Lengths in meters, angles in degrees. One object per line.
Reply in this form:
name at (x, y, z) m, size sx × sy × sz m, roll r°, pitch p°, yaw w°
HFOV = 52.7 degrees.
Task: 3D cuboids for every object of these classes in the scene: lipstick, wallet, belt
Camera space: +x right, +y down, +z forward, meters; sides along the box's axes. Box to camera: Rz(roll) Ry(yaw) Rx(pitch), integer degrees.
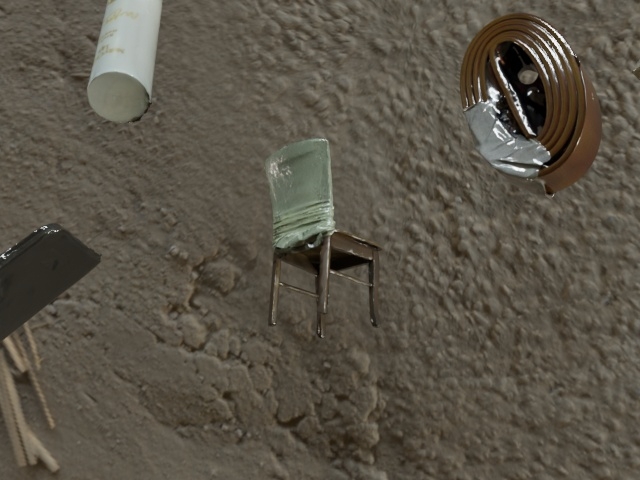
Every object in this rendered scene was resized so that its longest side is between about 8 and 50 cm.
lipstick at (-0.198, -0.222, 0.674) m, size 0.059 × 0.264 × 0.059 m, roll -5°, pitch 136°, yaw -5°
wallet at (-0.574, 0.112, 1.147) m, size 0.377 × 0.197 × 0.051 m, roll -39°, pitch 70°, yaw -11°
belt at (0.372, -0.244, 1.162) m, size 0.217 × 0.122 × 0.338 m, roll -24°, pitch 61°, yaw 29°

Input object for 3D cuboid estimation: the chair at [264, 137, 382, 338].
chair at (0.000, 0.000, 1.176) m, size 0.160 × 0.186 × 0.319 m, roll -17°, pitch 64°, yaw 37°

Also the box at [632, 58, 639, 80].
box at (0.380, -0.117, 0.522) m, size 0.201 × 0.058 × 0.141 m, roll 46°, pitch 145°, yaw 2°
